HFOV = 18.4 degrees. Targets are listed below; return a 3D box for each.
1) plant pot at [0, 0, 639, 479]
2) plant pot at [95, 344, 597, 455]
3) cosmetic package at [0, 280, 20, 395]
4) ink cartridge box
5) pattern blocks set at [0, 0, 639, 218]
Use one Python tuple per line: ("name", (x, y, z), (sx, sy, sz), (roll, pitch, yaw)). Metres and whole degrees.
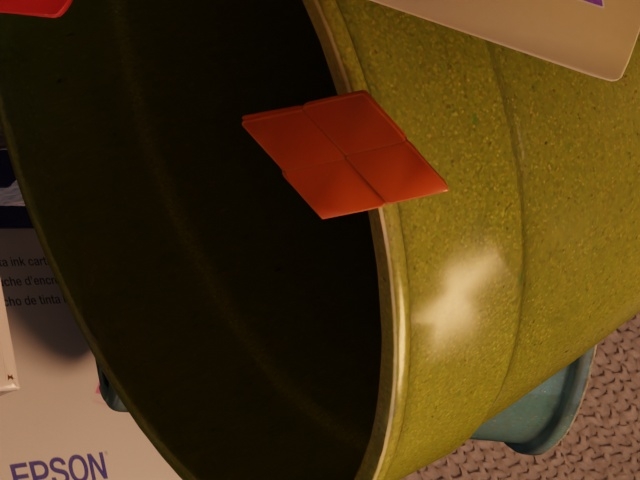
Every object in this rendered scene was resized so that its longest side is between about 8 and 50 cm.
("plant pot", (0.073, -0.093, 0.939), (0.353, 0.367, 0.366), (-20, 177, -27))
("plant pot", (0.000, 0.000, 1.498), (0.334, 0.341, 0.341), (-2, 170, -13))
("cosmetic package", (-0.262, -0.013, 1.250), (0.099, 0.239, 0.060), (-3, 168, -46))
("ink cartridge box", (-0.193, 0.066, 1.609), (0.071, 0.330, 0.324), (-25, 166, 37))
("pattern blocks set", (0.039, -0.148, 0.675), (0.324, 0.285, 0.026), (26, -174, -3))
